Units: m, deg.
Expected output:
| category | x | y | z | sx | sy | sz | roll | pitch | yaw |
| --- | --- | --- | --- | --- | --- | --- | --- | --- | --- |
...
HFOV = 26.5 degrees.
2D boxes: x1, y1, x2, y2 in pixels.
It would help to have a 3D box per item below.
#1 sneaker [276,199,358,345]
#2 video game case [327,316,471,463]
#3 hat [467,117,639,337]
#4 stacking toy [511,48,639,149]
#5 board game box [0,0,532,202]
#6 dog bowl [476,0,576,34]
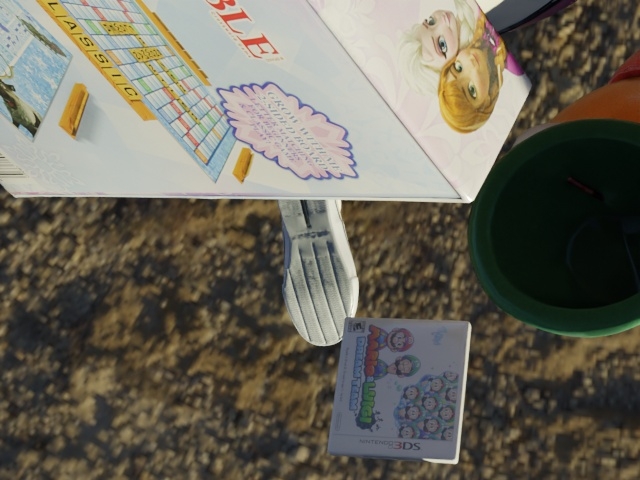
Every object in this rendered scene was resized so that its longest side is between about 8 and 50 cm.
| category | x | y | z | sx | sy | sz | roll | pitch | yaw |
| --- | --- | --- | --- | --- | --- | --- | --- | --- | --- |
| sneaker | 0.000 | 0.000 | 1.643 | 0.094 | 0.091 | 0.258 | 0 | 114 | 12 |
| video game case | 0.086 | 0.161 | 1.481 | 0.143 | 0.157 | 0.019 | 1 | 157 | 18 |
| hat | 0.240 | 0.019 | 1.055 | 0.208 | 0.173 | 0.183 | 10 | 164 | 29 |
| stacking toy | 0.455 | -0.160 | 1.449 | 0.350 | 0.480 | 0.350 | 33 | 166 | 9 |
| board game box | -0.126 | -0.137 | 0.536 | 0.318 | 0.066 | 0.319 | 3 | 145 | 45 |
| dog bowl | 0.064 | -0.302 | 0.823 | 0.408 | 0.150 | 0.408 | -4 | 85 | 48 |
